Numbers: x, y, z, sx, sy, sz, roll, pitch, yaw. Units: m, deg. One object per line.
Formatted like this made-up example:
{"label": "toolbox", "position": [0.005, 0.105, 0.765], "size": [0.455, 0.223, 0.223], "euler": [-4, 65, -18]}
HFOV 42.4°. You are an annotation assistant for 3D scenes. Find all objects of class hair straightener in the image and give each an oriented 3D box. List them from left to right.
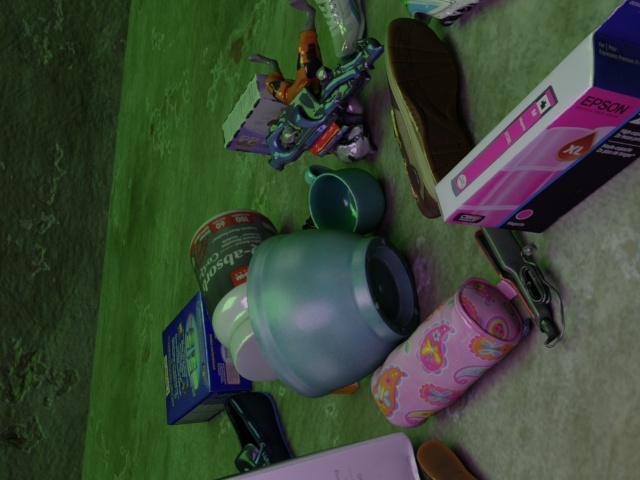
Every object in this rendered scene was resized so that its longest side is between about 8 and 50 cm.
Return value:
{"label": "hair straightener", "position": [0.276, 0.045, 1.141], "size": [0.089, 0.047, 0.230], "euler": [86, 169, -52]}

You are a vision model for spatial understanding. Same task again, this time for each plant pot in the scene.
{"label": "plant pot", "position": [0.042, 0.102, 1.395], "size": [0.196, 0.293, 0.293], "euler": [-20, 64, 31]}

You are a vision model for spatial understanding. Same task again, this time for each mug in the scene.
{"label": "mug", "position": [0.052, -0.082, 1.530], "size": [0.129, 0.097, 0.157], "euler": [-21, 87, 49]}

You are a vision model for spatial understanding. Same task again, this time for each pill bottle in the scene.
{"label": "pill bottle", "position": [-0.146, 0.113, 1.775], "size": [0.210, 0.210, 0.363], "euler": [-66, 33, 31]}

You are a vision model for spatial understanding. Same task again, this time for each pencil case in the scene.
{"label": "pencil case", "position": [0.188, 0.172, 1.246], "size": [0.284, 0.124, 0.124], "euler": [-55, 39, 41]}

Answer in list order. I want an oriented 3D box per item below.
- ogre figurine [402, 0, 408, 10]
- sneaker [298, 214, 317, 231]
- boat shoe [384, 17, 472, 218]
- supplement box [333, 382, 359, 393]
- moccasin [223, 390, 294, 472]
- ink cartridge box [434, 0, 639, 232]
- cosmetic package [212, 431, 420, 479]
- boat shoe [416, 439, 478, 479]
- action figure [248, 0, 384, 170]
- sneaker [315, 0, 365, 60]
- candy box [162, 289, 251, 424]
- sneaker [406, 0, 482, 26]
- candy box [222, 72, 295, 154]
{"label": "ogre figurine", "position": [0.150, -0.510, 1.468], "size": [0.118, 0.097, 0.197], "euler": [114, 160, -52]}
{"label": "sneaker", "position": [0.000, 0.000, 1.637], "size": [0.101, 0.106, 0.267], "euler": [21, 102, 62]}
{"label": "boat shoe", "position": [0.161, -0.200, 1.359], "size": [0.123, 0.123, 0.341], "euler": [-43, 58, 59]}
{"label": "supplement box", "position": [0.030, 0.243, 1.578], "size": [0.036, 0.062, 0.098], "euler": [-54, 41, 44]}
{"label": "moccasin", "position": [-0.137, 0.480, 1.784], "size": [0.137, 0.117, 0.342], "euler": [-67, 33, 29]}
{"label": "ink cartridge box", "position": [0.313, -0.132, 1.000], "size": [0.371, 0.176, 0.069], "euler": [-50, 43, 46]}
{"label": "cosmetic package", "position": [-0.045, 0.524, 1.327], "size": [0.394, 0.328, 0.329], "euler": [-35, 67, 55]}
{"label": "boat shoe", "position": [0.213, 0.383, 1.213], "size": [0.207, 0.073, 0.073], "euler": [57, 171, 54]}
{"label": "action figure", "position": [0.021, -0.302, 1.591], "size": [0.341, 0.179, 0.330], "euler": [-36, 74, 36]}
{"label": "sneaker", "position": [0.034, -0.475, 1.678], "size": [0.087, 0.092, 0.228], "euler": [-23, 66, 57]}
{"label": "candy box", "position": [-0.302, 0.306, 2.124], "size": [0.317, 0.122, 0.268], "euler": [-41, 51, 51]}
{"label": "sneaker", "position": [0.228, -0.394, 1.328], "size": [0.237, 0.085, 0.086], "euler": [11, 121, 58]}
{"label": "candy box", "position": [-0.103, -0.271, 1.815], "size": [0.196, 0.165, 0.070], "euler": [-46, 47, 49]}
